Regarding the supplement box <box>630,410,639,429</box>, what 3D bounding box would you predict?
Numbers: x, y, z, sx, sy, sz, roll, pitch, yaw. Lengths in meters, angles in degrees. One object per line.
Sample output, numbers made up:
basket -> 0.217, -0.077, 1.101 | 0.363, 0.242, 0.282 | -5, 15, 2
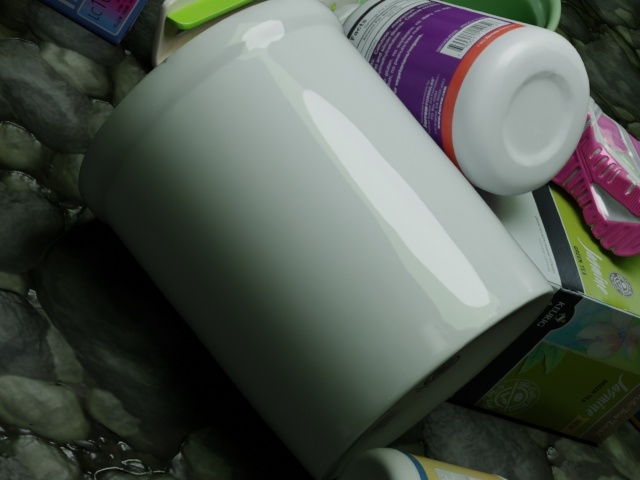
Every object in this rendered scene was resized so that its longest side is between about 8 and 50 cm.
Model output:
supplement box -> 0.604, 0.265, 1.843 | 0.356, 0.194, 0.195 | 48, 33, 14

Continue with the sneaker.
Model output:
sneaker -> 0.328, -0.091, 1.691 | 0.111, 0.103, 0.252 | -6, 60, -53

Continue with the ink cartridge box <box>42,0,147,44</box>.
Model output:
ink cartridge box -> -0.365, -0.453, 1.794 | 0.396, 0.151, 0.270 | 29, 34, -14

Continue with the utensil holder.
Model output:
utensil holder -> 0.000, 0.000, 1.445 | 0.385, 0.327, 0.328 | 50, 34, 14

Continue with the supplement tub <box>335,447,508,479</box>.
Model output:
supplement tub -> 0.117, 0.287, 1.377 | 0.200, 0.144, 0.144 | 19, 38, -30

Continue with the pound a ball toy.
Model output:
pound a ball toy -> -0.063, -0.237, 1.808 | 0.208, 0.135, 0.319 | 31, 41, 19

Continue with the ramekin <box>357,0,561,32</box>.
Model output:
ramekin -> 0.179, -0.282, 2.019 | 0.304, 0.148, 0.303 | 0, 48, 0

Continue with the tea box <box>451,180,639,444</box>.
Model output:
tea box -> 0.252, 0.029, 1.753 | 0.324, 0.220, 0.329 | 19, 38, -27

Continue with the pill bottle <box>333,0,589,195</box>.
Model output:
pill bottle -> 0.130, -0.174, 1.597 | 0.182, 0.181, 0.323 | 8, 13, -40
